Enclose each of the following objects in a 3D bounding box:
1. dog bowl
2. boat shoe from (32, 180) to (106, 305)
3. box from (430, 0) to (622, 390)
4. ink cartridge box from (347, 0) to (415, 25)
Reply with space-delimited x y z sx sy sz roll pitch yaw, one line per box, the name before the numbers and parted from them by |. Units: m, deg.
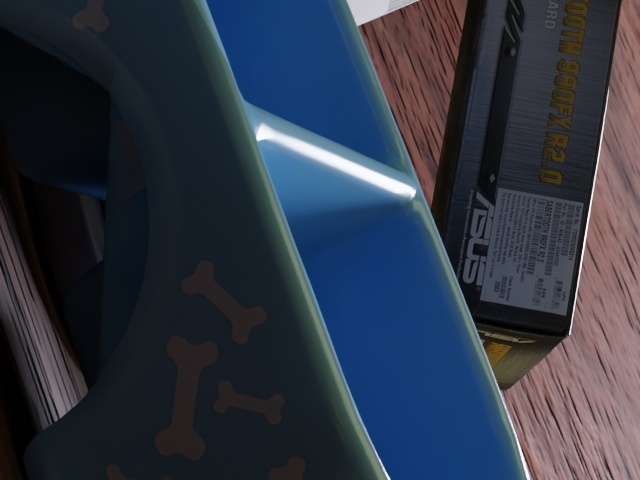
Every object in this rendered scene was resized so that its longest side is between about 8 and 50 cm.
dog bowl | -0.025 -0.008 0.478 0.166 0.074 0.297 17 51 -68
boat shoe | -0.047 -0.032 0.636 0.226 0.076 0.083 -94 162 -63
box | 0.086 -0.059 0.789 0.183 0.056 0.231 93 8 -78
ink cartridge box | -0.013 -0.186 1.083 0.198 0.273 0.114 78 -11 -87
